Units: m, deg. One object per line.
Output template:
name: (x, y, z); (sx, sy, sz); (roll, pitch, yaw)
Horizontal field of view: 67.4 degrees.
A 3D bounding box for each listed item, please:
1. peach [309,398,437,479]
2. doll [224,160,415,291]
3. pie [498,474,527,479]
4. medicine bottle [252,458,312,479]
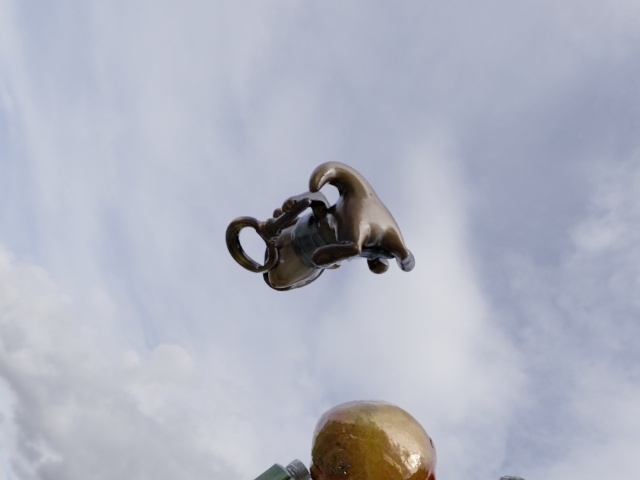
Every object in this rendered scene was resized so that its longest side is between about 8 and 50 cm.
peach: (0.152, 0.607, 1.363); (0.373, 0.373, 0.289); (4, -98, 35)
doll: (-0.001, 0.003, 0.992); (0.318, 0.209, 0.340); (40, -34, -19)
pie: (0.513, 0.732, 1.203); (0.257, 0.106, 0.274); (-117, -155, -62)
medicine bottle: (-0.123, 0.733, 1.405); (0.088, 0.189, 0.131); (13, -60, 49)
